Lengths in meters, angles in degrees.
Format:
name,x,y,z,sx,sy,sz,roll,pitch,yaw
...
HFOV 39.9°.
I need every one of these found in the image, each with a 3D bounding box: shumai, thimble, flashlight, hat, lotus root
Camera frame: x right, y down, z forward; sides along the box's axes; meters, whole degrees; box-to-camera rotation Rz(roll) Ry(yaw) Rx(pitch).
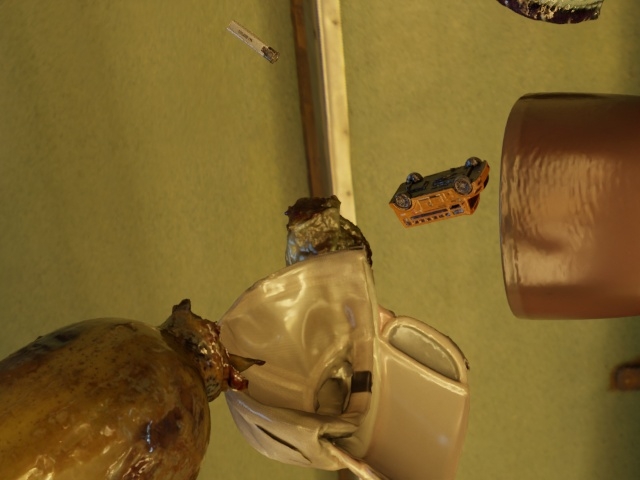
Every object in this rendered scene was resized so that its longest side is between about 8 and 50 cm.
name,x,y,z,sx,sy,sz,roll,pitch,yaw
shumai,0.001,-0.001,0.993,0.098,0.124,0.087,-28,135,-6
thimble,0.398,-0.483,1.520,0.237,0.237,0.150,8,139,-11
flashlight,-0.094,-0.279,1.237,0.083,0.018,0.018,39,104,13
hat,0.024,0.143,0.752,0.164,0.219,0.226,-15,119,27
lotus root,-0.145,0.121,0.558,0.278,0.154,0.154,-34,121,-30

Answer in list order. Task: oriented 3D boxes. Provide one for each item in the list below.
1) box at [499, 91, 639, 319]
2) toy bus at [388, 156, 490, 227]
name,x,y,z,sx,sy,sz,roll,pitch,yaw
box,0.347,-0.043,1.043,0.216,0.301,0.301,1,120,28
toy bus,0.231,-0.086,1.649,0.194,0.083,0.088,-13,118,37
